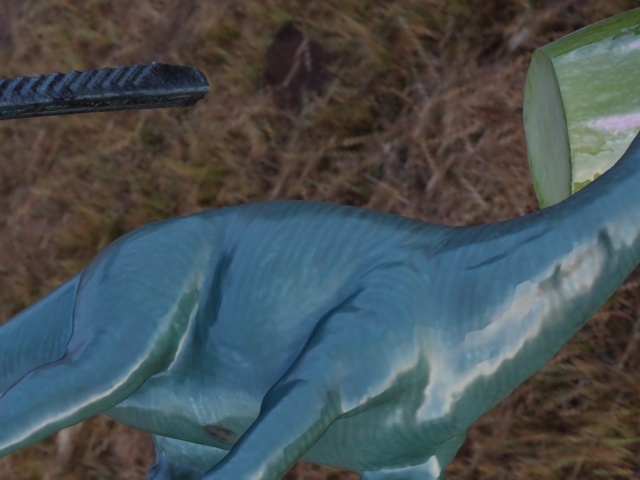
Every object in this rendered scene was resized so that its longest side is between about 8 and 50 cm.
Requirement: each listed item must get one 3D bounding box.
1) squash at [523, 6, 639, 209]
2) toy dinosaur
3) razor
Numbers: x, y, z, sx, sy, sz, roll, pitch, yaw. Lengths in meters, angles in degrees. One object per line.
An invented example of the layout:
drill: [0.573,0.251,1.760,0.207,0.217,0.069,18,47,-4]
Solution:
squash: [0.208,-0.074,0.917,0.170,0.123,0.170,173,90,-86]
toy dinosaur: [0.000,0.000,0.567,0.383,0.129,0.331,8,57,32]
razor: [-0.135,-0.066,0.635,0.066,0.190,0.033,-38,63,49]
